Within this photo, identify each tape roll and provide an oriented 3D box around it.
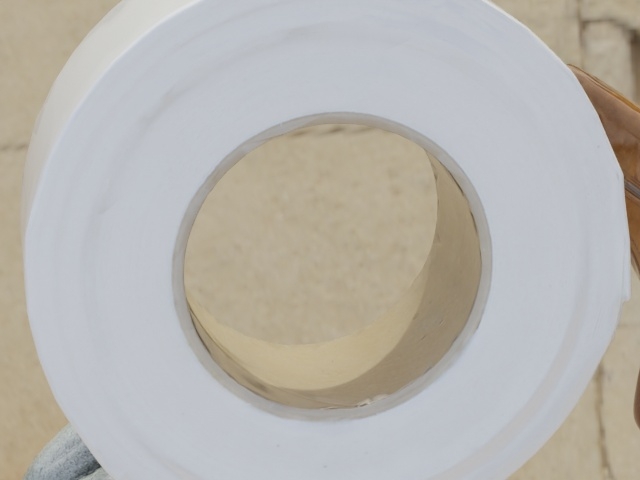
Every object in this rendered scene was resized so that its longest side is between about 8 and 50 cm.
[{"bbox_3d":[0.000,0.000,0.886,0.286,0.286,0.100,-20,19,-4],"label":"tape roll"}]

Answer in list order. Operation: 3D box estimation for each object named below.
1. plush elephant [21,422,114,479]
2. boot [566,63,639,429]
[{"bbox_3d":[-0.192,0.250,1.369,0.255,0.330,0.272,-6,93,36],"label":"plush elephant"},{"bbox_3d":[0.253,0.008,1.578,0.096,0.264,0.280,2,18,-37],"label":"boot"}]
